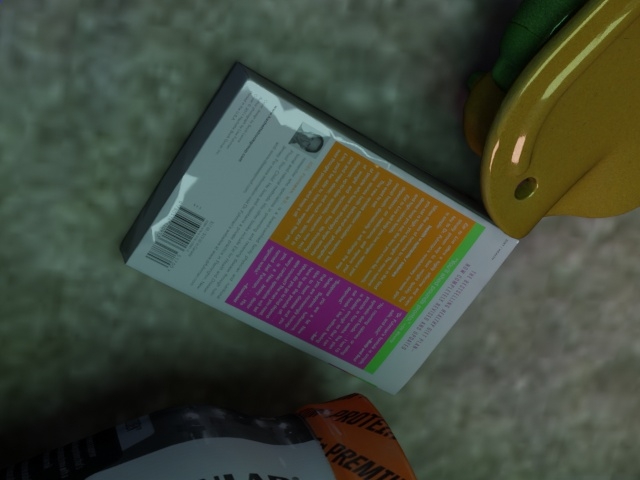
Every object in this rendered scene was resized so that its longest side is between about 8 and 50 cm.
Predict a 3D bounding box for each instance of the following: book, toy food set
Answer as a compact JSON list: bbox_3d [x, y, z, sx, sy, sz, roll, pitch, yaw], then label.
[{"bbox_3d":[0.000,0.000,0.649,0.144,0.035,0.096,29,104,-25],"label":"book"},{"bbox_3d":[0.137,-0.099,0.637,0.218,0.071,0.128,-45,141,6],"label":"toy food set"}]

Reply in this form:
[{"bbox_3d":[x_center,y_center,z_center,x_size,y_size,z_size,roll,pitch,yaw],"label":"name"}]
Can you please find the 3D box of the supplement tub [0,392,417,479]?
[{"bbox_3d":[-0.112,0.194,0.595,0.338,0.207,0.207,-21,116,-8],"label":"supplement tub"}]
